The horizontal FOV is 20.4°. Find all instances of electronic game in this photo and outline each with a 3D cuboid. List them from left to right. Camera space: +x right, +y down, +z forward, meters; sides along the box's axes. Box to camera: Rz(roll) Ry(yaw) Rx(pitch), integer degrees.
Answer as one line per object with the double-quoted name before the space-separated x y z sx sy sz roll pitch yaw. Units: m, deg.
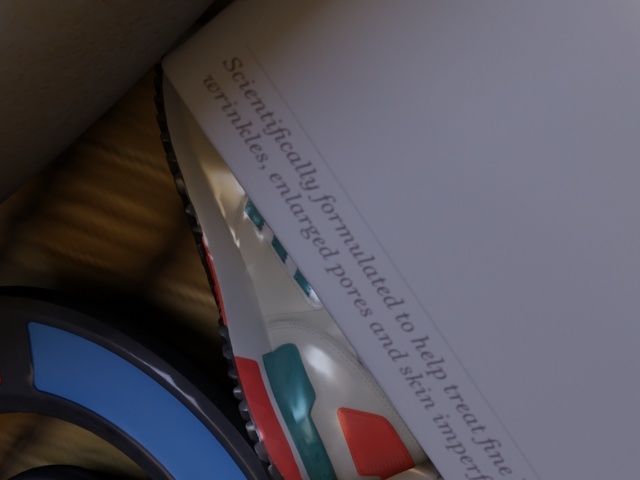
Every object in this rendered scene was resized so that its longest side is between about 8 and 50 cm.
"electronic game" -0.091 0.126 0.646 0.229 0.048 0.229 11 114 28

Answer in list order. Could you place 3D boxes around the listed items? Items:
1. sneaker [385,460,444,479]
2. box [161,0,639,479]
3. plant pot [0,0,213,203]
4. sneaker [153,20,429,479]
"sneaker" 0.061 0.103 0.566 0.158 0.061 0.065 37 131 23
"box" 0.092 -0.034 0.459 0.182 0.119 0.181 -34 89 32
"plant pot" -0.129 -0.104 0.440 0.274 0.256 0.256 -16 100 42
"sneaker" 0.000 0.000 0.550 0.075 0.057 0.161 -17 68 -1
